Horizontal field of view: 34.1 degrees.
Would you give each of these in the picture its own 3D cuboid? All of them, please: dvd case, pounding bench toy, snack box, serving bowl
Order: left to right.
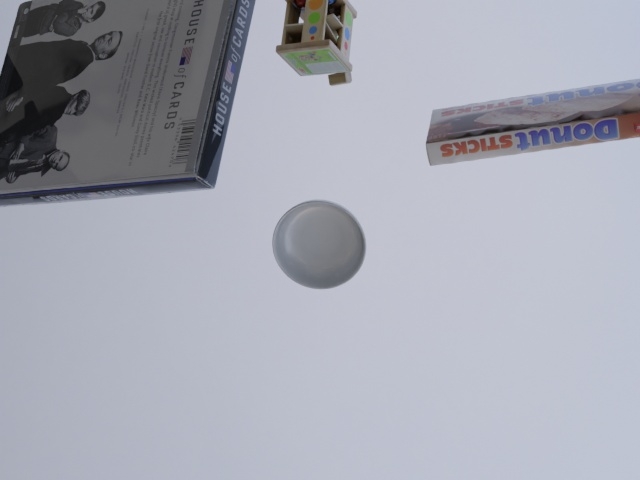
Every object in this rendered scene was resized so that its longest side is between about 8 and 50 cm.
[{"bbox_3d":[-0.160,-0.116,0.787,0.238,0.029,0.179,-2,-111,33],"label":"dvd case"},{"bbox_3d":[0.000,0.000,0.922,0.027,0.083,0.083,-75,-174,-66],"label":"serving bowl"},{"bbox_3d":[0.004,-0.182,0.930,0.052,0.083,0.065,-2,-108,25],"label":"pounding bench toy"},{"bbox_3d":[0.166,-0.086,0.743,0.178,0.064,0.022,-7,-63,15],"label":"snack box"}]
